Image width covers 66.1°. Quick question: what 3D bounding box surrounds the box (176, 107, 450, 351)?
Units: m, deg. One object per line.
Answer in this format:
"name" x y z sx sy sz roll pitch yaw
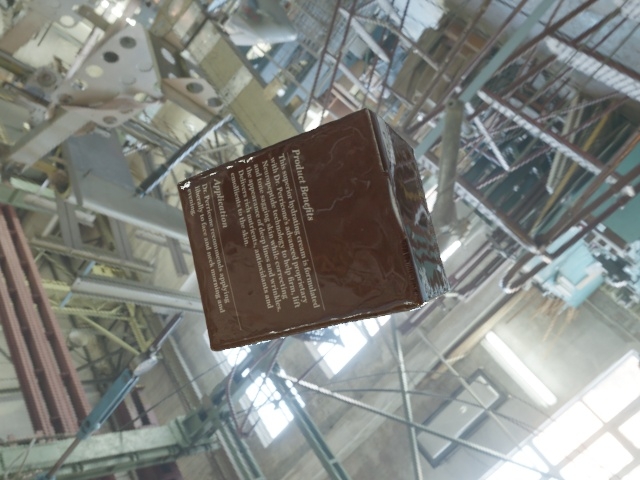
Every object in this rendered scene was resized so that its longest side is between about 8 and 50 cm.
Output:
"box" 0.000 0.000 0.491 0.167 0.203 0.169 6 -110 -68
